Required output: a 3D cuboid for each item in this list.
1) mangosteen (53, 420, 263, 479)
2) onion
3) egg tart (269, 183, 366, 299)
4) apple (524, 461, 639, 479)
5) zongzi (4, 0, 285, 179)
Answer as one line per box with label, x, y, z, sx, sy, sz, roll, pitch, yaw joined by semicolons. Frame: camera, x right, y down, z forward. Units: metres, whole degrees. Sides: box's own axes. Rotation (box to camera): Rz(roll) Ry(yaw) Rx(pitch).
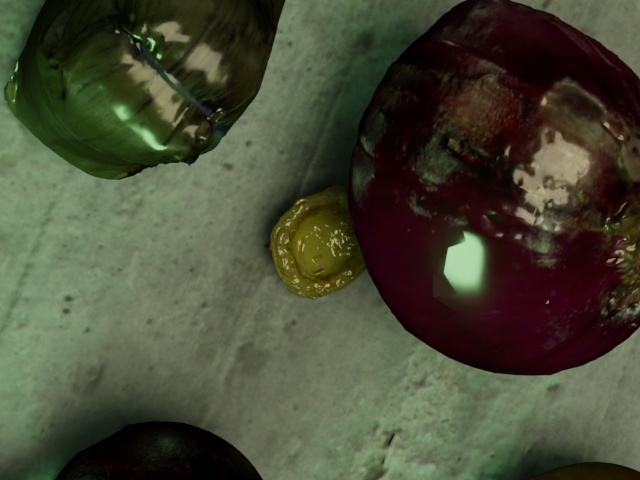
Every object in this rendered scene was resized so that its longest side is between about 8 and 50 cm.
mangosteen;-0.177;0.251;1.350;0.289;0.231;0.231;18;95;9
onion;0.150;-0.028;1.365;0.260;0.282;0.336;-53;148;-6
egg tart;0.000;0.000;1.444;0.105;0.039;0.105;-5;104;-22
apple;0.256;0.341;1.525;0.264;0.264;0.264;-6;104;-23
zongzi;-0.066;-0.205;1.220;0.160;0.323;0.360;46;78;-17
